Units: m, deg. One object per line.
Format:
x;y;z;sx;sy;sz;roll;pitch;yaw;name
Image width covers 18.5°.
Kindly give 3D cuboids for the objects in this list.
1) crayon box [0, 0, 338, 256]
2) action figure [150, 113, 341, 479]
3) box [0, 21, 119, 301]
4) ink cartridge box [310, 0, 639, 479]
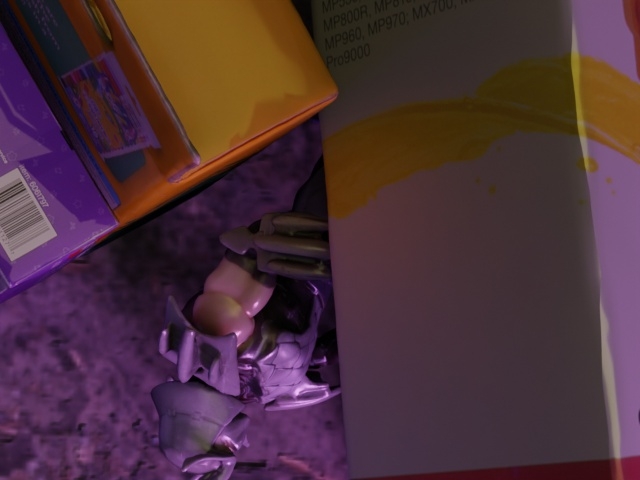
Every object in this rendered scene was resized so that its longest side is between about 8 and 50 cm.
-0.100;-0.112;0.847;0.083;0.323;0.203;-29;92;-16;crayon box
0.000;0.000;0.945;0.099;0.185;0.285;28;69;0;action figure
-0.199;-0.109;0.884;0.057;0.201;0.293;-31;93;-15;box
0.153;-0.010;0.861;0.279;0.160;0.385;0;81;-40;ink cartridge box
